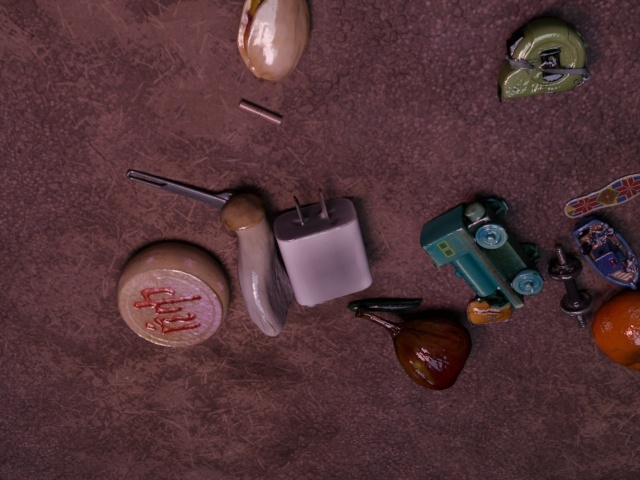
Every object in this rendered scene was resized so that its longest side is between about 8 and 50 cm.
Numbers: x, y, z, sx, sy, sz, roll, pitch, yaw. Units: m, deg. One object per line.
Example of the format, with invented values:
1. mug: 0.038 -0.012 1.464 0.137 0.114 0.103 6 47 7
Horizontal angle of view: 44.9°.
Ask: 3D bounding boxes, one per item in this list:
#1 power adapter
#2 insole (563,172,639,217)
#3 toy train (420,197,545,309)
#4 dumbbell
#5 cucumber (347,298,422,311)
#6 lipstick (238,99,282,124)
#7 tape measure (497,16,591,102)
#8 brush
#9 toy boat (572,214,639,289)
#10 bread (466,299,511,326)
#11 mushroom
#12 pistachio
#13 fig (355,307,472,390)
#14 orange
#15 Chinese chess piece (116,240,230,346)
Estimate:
1. power adapter: 0.000 0.000 1.733 0.187 0.124 0.255 -17 122 -1
2. insole: 0.637 -0.099 1.723 0.193 0.006 0.065 -22 121 16
3. toy train: 0.379 0.040 1.767 0.194 0.120 0.298 -28 119 28
4. dumbbell: 0.590 0.108 1.823 0.082 0.081 0.254 -18 122 14
5. cucumber: 0.157 0.160 1.899 0.184 0.036 0.033 -1 98 3
6. lipstick: -0.126 -0.268 1.625 0.094 0.019 0.019 21 122 -12
7. tape measure: 0.437 -0.353 1.507 0.178 0.087 0.154 -6 123 4
8. brush: -0.304 -0.114 1.737 0.266 0.027 0.062 17 123 -5
9. toy boat: 0.659 0.035 1.760 0.100 0.097 0.223 -35 116 26
10. bread: 0.411 0.174 1.891 0.106 0.053 0.072 -7 128 0
11. mushroom: -0.138 0.049 1.751 0.122 0.159 0.328 -19 128 -9
12. pistachio: -0.090 -0.404 1.480 0.145 0.117 0.200 -14 124 -36
13. fig: 0.220 0.265 1.876 0.290 0.190 0.190 6 125 -12
14. orange: 0.757 0.216 1.825 0.224 0.170 0.224 0 141 0
15. Chinese chess piece: -0.350 0.130 1.852 0.270 0.112 0.270 1 125 2
